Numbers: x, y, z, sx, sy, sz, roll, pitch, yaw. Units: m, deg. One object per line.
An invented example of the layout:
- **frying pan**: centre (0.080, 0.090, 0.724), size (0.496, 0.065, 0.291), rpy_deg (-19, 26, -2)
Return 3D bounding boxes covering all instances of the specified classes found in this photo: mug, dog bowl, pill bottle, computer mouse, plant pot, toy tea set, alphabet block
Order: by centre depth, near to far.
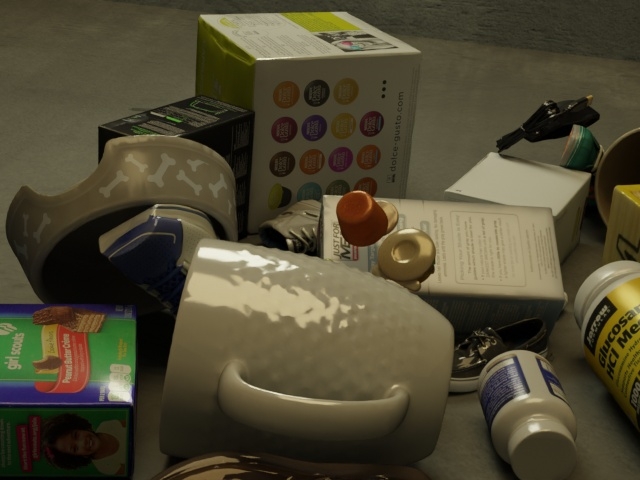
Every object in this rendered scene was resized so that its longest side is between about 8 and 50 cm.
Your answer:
- **mug**: centre (-0.012, 0.164, 1.441), size (0.328, 0.276, 0.374), rpy_deg (10, 8, 0)
- **pill bottle**: centre (0.273, 0.233, 1.565), size (0.112, 0.112, 0.186), rpy_deg (3, 23, -3)
- **pill bottle**: centre (0.481, 0.160, 1.680), size (0.188, 0.187, 0.334), rpy_deg (0, 23, -11)
- **toy tea set**: centre (0.080, 0.088, 1.748), size (0.200, 0.124, 0.336), rpy_deg (5, 63, 22)
- **dog bowl**: centre (-0.281, -0.005, 1.765), size (0.349, 0.348, 0.102), rpy_deg (-5, 55, -22)
- **alphabet block**: centre (0.597, 0.028, 1.996), size (0.192, 0.197, 0.193), rpy_deg (-2, 24, -17)
- **computer mouse**: centre (0.462, -0.247, 2.290), size (0.262, 0.060, 0.184), rpy_deg (-16, -12, -38)
- **plant pot**: centre (0.694, -0.123, 2.295), size (0.257, 0.256, 0.274), rpy_deg (17, 25, 27)

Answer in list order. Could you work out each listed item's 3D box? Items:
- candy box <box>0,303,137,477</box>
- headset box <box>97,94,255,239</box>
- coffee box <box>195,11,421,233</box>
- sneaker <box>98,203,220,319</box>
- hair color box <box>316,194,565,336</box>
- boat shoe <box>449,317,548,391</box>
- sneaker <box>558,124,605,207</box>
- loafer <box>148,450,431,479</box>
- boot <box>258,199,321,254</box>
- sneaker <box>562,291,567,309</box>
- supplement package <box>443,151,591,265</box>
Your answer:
- **candy box**: centre (-0.396, 0.186, 1.537), size (0.317, 0.122, 0.268), rpy_deg (0, 24, -8)
- **headset box**: centre (-0.253, -0.095, 2.063), size (0.131, 0.246, 0.283), rpy_deg (20, 28, 30)
- **coffee box**: centre (-0.042, -0.241, 2.324), size (0.334, 0.337, 0.338), rpy_deg (-6, 26, -23)
- **sneaker**: centre (-0.162, 0.084, 1.693), size (0.127, 0.315, 0.182), rpy_deg (-30, 55, 16)
- **hair color box**: centre (0.183, 0.041, 1.904), size (0.375, 0.113, 0.185), rpy_deg (3, 53, -4)
- **boat shoe**: centre (0.251, 0.162, 1.772), size (0.229, 0.076, 0.080), rpy_deg (-10, 27, -30)
- **sneaker**: centre (0.535, -0.139, 2.343), size (0.121, 0.108, 0.302), rpy_deg (18, -10, 18)
- **loafer**: centre (-0.031, 0.312, 1.296), size (0.366, 0.133, 0.130), rpy_deg (-1, 24, -14)
- **boot**: centre (0.000, 0.000, 2.082), size (0.123, 0.095, 0.258), rpy_deg (-28, 25, -29)
- **sneaker**: centre (0.344, 0.085, 2.011), size (0.152, 0.053, 0.061), rpy_deg (25, 22, 26)
- **supplement package**: centre (0.355, -0.042, 2.180), size (0.204, 0.145, 0.262), rpy_deg (14, 26, 22)
